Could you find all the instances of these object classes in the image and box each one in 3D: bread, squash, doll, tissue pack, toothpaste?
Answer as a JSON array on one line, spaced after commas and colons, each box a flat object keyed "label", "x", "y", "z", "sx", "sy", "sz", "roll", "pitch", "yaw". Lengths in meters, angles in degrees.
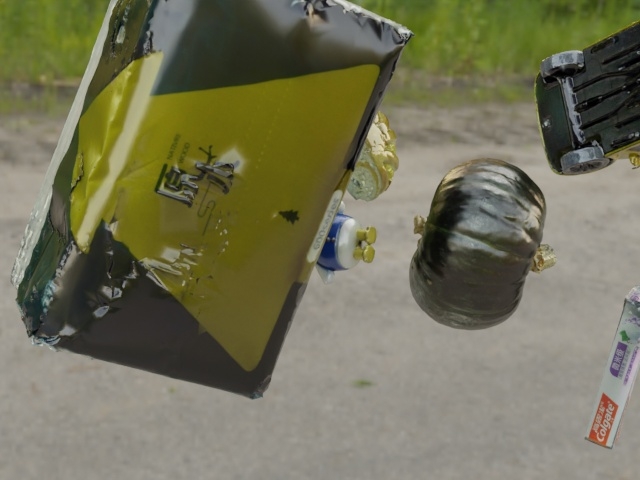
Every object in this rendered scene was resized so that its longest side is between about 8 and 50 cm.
[{"label": "bread", "x": 0.062, "y": -0.132, "z": 1.745, "sx": 0.083, "sy": 0.157, "sz": 0.094, "roll": -9, "pitch": 3, "yaw": 44}, {"label": "squash", "x": 0.176, "y": 0.006, "z": 1.439, "sx": 0.156, "sy": 0.193, "sz": 0.193, "roll": 40, "pitch": 29, "yaw": 8}, {"label": "doll", "x": 0.000, "y": 0.000, "z": 1.478, "sx": 0.143, "sy": 0.098, "sz": 0.058, "roll": 7, "pitch": -5, "yaw": 34}, {"label": "tissue pack", "x": -0.123, "y": -0.078, "z": 1.307, "sx": 0.264, "sy": 0.416, "sz": 0.253, "roll": 19, "pitch": 9, "yaw": -25}, {"label": "toothpaste", "x": 0.353, "y": 0.149, "z": 1.512, "sx": 0.040, "sy": 0.196, "sz": 0.047, "roll": 21, "pitch": 27, "yaw": 21}]

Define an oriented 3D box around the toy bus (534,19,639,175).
[{"label": "toy bus", "x": 0.401, "y": -0.179, "z": 1.475, "sx": 0.151, "sy": 0.145, "sz": 0.331, "roll": 0, "pitch": -15, "yaw": -38}]
